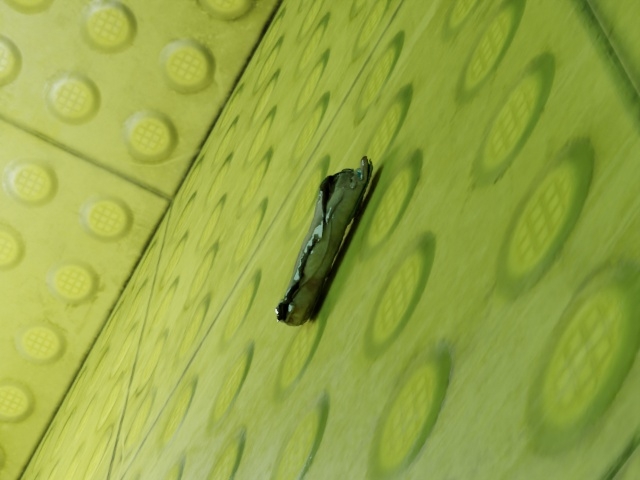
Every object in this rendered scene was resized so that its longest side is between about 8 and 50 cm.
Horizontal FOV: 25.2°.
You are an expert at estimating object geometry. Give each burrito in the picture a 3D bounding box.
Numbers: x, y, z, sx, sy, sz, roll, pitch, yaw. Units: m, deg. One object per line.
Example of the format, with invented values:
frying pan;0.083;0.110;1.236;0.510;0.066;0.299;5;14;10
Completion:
burrito;0.002;0.001;1.301;0.051;0.042;0.171;157;135;-77
